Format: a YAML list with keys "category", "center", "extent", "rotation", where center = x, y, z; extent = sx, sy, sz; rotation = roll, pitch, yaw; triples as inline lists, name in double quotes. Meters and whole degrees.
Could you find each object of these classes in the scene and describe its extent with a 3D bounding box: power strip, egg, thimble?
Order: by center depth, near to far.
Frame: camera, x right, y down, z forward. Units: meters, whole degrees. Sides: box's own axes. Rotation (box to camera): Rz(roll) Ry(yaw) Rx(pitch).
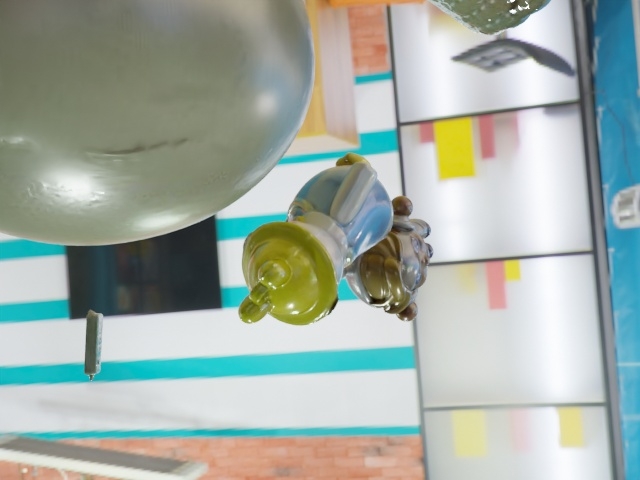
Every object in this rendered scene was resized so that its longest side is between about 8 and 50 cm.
- category: "egg"
  center: [-0.132, -0.106, 0.413]
  extent: [0.269, 0.219, 0.219]
  rotation: [3, 176, -20]
- category: "thimble"
  center: [0.111, -0.176, 0.454]
  extent: [0.062, 0.084, 0.110]
  rotation: [24, 164, -24]
- category: "power strip"
  center: [-0.271, 0.125, 0.895]
  extent: [0.017, 0.083, 0.027]
  rotation: [1, 178, -4]

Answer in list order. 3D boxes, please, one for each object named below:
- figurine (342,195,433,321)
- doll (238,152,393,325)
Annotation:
- category: "figurine"
  center: [0.121, 0.015, 1.235]
  extent: [0.133, 0.193, 0.274]
  rotation: [0, -148, 20]
- category: "doll"
  center: [-0.001, -0.001, 0.679]
  extent: [0.135, 0.098, 0.241]
  rotation: [-21, -167, 32]
